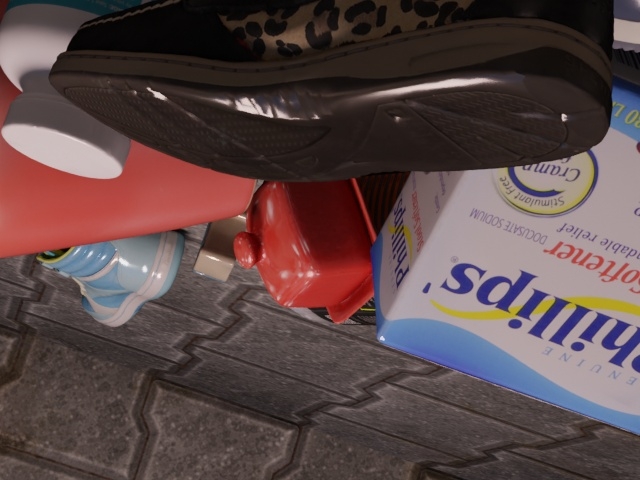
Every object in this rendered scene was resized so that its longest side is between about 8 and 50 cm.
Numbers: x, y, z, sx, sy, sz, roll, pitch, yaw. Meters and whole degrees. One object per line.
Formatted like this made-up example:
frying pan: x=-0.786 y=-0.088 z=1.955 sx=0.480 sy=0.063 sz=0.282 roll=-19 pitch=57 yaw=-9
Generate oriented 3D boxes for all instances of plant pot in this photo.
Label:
plant pot: x=-0.191 y=-0.118 z=1.382 sx=0.243 sy=0.275 sz=0.275 roll=-2 pitch=168 yaw=-16

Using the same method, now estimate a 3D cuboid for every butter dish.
butter dish: x=-0.024 y=-0.002 z=1.409 sx=0.118 sy=0.160 sz=0.160 roll=-14 pitch=165 yaw=-23

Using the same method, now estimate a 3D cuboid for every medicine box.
medicine box: x=0.217 y=-0.021 z=1.238 sx=0.263 sy=0.149 sz=0.289 roll=20 pitch=119 yaw=-11

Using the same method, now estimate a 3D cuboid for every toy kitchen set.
toy kitchen set: x=-0.026 y=-0.008 z=1.750 sx=0.207 sy=0.166 sz=0.122 roll=18 pitch=164 yaw=-4

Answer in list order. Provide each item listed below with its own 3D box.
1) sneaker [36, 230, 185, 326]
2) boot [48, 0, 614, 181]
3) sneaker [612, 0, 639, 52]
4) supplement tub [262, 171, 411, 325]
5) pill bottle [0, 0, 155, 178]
sneaker: x=-0.349 y=0.027 z=2.270 sx=0.208 sy=0.127 sz=0.319 roll=21 pitch=154 yaw=-20
boot: x=0.021 y=-0.188 z=0.901 sx=0.377 sy=0.284 sz=0.138 roll=1 pitch=158 yaw=40
sneaker: x=0.152 y=-0.215 z=1.064 sx=0.319 sy=0.112 sz=0.131 roll=9 pitch=134 yaw=41
supplement tub: x=0.109 y=-0.015 z=1.522 sx=0.207 sy=0.207 sz=0.338 roll=30 pitch=160 yaw=-38
pill bottle: x=-0.150 y=-0.183 z=1.123 sx=0.146 sy=0.264 sz=0.146 roll=16 pitch=163 yaw=5
